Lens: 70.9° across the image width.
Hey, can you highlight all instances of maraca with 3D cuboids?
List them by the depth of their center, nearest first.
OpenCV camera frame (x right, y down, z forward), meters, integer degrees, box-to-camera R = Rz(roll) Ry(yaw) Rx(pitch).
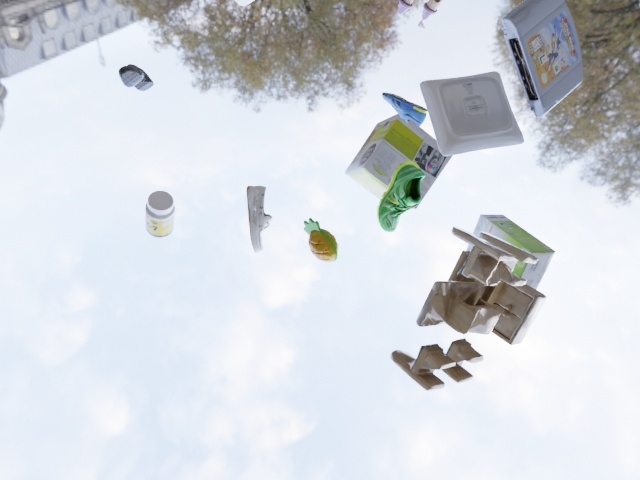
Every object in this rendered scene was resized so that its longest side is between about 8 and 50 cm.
[{"bbox_3d":[0.000,0.000,1.654,0.099,0.127,0.185,-36,-84,-34],"label":"maraca"}]

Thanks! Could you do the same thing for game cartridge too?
[{"bbox_3d":[0.618,-0.519,1.230,0.198,0.297,0.062,-39,-154,-7],"label":"game cartridge"}]

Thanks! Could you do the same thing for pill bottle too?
[{"bbox_3d":[-0.671,-0.109,1.879,0.119,0.208,0.119,10,-123,-15],"label":"pill bottle"}]

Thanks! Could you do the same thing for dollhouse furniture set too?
[{"bbox_3d":[0.371,0.146,1.188,0.394,0.362,0.256,6,-158,-42],"label":"dollhouse furniture set"}]

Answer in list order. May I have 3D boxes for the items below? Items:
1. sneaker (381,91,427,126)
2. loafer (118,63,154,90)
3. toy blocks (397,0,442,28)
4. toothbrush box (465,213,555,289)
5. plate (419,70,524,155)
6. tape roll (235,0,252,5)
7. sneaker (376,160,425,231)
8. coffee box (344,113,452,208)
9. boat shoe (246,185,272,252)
[{"bbox_3d":[0.323,-0.522,1.790,0.209,0.082,0.069,34,-145,21],"label":"sneaker"},{"bbox_3d":[-0.553,-0.488,1.322,0.062,0.061,0.170,-31,-174,2],"label":"loafer"},{"bbox_3d":[0.324,-0.891,1.542,0.289,0.260,0.309,20,-129,-19],"label":"toy blocks"},{"bbox_3d":[0.694,0.055,1.684,0.122,0.206,0.283,0,-149,-22],"label":"toothbrush box"},{"bbox_3d":[0.480,-0.413,1.415,0.277,0.045,0.278,-10,-108,-6],"label":"plate"},{"bbox_3d":[-0.187,-0.738,1.102,0.169,0.246,0.246,42,-136,-10],"label":"tape roll"},{"bbox_3d":[0.302,-0.150,1.693,0.109,0.295,0.123,-6,-144,-35],"label":"sneaker"},{"bbox_3d":[0.380,-0.386,2.270,0.338,0.334,0.337,35,177,-13],"label":"coffee box"},{"bbox_3d":[-0.241,-0.084,1.811,0.096,0.277,0.098,-5,-164,-6],"label":"boat shoe"}]
